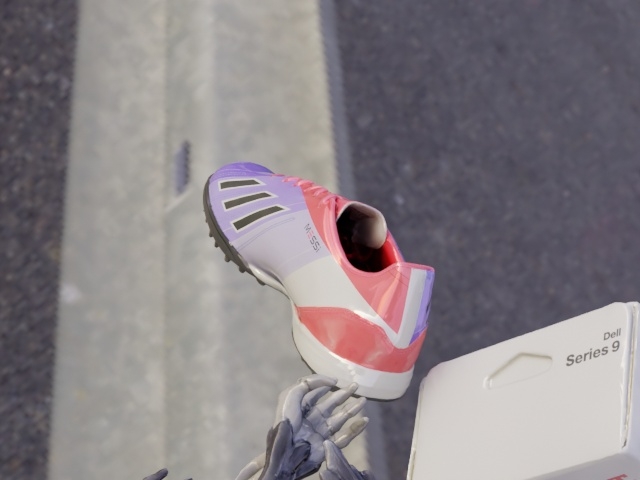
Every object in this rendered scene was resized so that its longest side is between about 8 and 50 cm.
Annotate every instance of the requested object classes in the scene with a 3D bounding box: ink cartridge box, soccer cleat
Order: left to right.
[{"bbox_3d":[0.000,0.000,1.317,0.109,0.116,0.318,10,24,-30],"label":"soccer cleat"},{"bbox_3d":[0.233,0.183,1.209,0.289,0.211,0.121,33,51,-29],"label":"ink cartridge box"}]

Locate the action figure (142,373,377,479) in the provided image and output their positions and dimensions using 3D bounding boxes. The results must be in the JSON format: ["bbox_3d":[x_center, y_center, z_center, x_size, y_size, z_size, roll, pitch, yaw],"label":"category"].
[{"bbox_3d":[0.011,0.154,0.869,0.141,0.276,0.164,-47,113,-37],"label":"action figure"}]
